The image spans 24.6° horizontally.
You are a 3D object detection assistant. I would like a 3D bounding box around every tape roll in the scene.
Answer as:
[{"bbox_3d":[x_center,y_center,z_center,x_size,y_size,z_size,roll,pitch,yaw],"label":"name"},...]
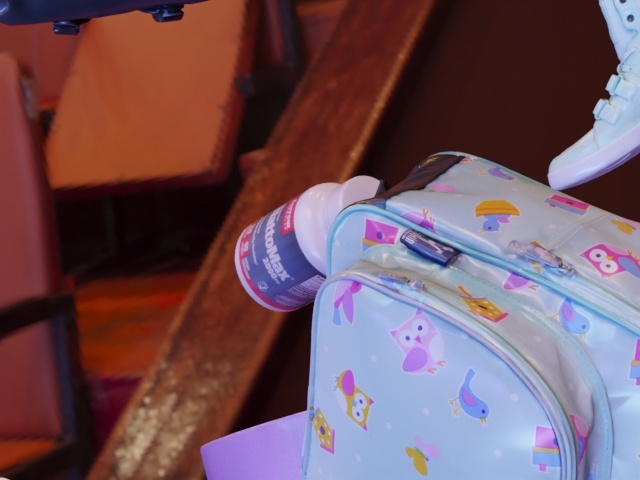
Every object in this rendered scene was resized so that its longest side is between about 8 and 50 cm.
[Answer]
[{"bbox_3d":[0.024,0.211,1.450,0.275,0.090,0.275,-16,-9,-3],"label":"tape roll"}]

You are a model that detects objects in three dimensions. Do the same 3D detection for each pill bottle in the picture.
[{"bbox_3d":[0.000,0.000,1.546,0.108,0.108,0.180,-29,-1,-42],"label":"pill bottle"}]

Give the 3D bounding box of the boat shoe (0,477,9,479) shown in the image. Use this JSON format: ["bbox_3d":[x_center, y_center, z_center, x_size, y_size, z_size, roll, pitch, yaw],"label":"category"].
[{"bbox_3d":[-0.370,0.455,1.899,0.091,0.305,0.109,-27,-4,-39],"label":"boat shoe"}]

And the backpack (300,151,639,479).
[{"bbox_3d":[0.088,0.067,0.614,0.188,0.165,0.144,18,30,23],"label":"backpack"}]

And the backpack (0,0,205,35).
[{"bbox_3d":[-0.256,-0.425,1.622,0.290,0.273,0.355,-8,37,-10],"label":"backpack"}]

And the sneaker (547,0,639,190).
[{"bbox_3d":[0.306,-0.172,1.496,0.256,0.151,0.094,-40,-8,15],"label":"sneaker"}]
